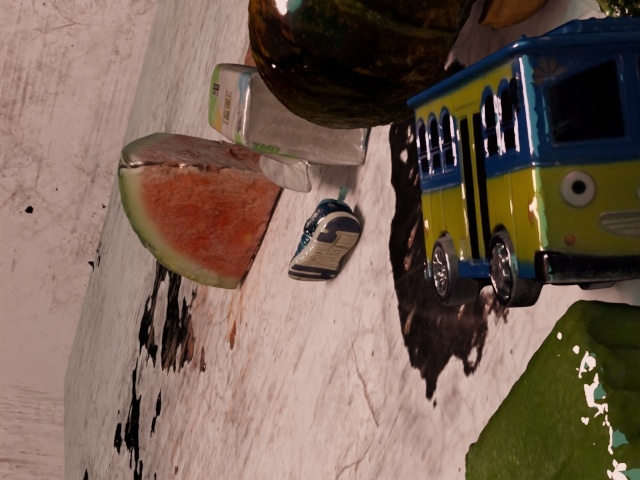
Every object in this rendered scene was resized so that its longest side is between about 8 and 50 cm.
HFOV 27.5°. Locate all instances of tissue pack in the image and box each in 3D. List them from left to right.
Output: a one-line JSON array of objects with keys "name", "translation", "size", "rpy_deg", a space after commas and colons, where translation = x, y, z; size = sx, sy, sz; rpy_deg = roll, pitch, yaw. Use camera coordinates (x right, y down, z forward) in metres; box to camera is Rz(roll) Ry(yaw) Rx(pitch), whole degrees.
[{"name": "tissue pack", "translation": [-0.049, -0.140, 1.656], "size": [0.229, 0.159, 0.145], "rpy_deg": [-147, 66, -71]}]

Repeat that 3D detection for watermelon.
[{"name": "watermelon", "translation": [-0.170, -0.060, 1.968], "size": [0.231, 0.310, 0.193], "rpy_deg": [-40, 25, 3]}]

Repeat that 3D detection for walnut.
[{"name": "walnut", "translation": [0.178, -0.225, 1.146], "size": [0.121, 0.052, 0.091], "rpy_deg": [102, -170, -85]}]

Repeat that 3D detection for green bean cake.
[{"name": "green bean cake", "translation": [0.190, 0.175, 0.821], "size": [0.248, 0.124, 0.222], "rpy_deg": [110, 160, -44]}]

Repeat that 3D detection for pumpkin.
[{"name": "pumpkin", "translation": [0.057, -0.250, 1.216], "size": [0.320, 0.192, 0.320], "rpy_deg": [-64, -5, -11]}]

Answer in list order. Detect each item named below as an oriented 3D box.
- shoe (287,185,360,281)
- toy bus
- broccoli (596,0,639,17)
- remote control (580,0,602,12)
[{"name": "shoe", "translation": [0.000, 0.000, 1.597], "size": [0.143, 0.063, 0.071], "rpy_deg": [121, 151, -45]}, {"name": "toy bus", "translation": [0.161, -0.046, 0.895], "size": [0.287, 0.138, 0.175], "rpy_deg": [170, 96, -80]}, {"name": "broccoli", "translation": [0.214, -0.208, 0.894], "size": [0.162, 0.137, 0.146], "rpy_deg": [-82, -16, -50]}, {"name": "remote control", "translation": [0.237, -0.263, 1.030], "size": [0.061, 0.029, 0.162], "rpy_deg": [-113, 30, -62]}]
